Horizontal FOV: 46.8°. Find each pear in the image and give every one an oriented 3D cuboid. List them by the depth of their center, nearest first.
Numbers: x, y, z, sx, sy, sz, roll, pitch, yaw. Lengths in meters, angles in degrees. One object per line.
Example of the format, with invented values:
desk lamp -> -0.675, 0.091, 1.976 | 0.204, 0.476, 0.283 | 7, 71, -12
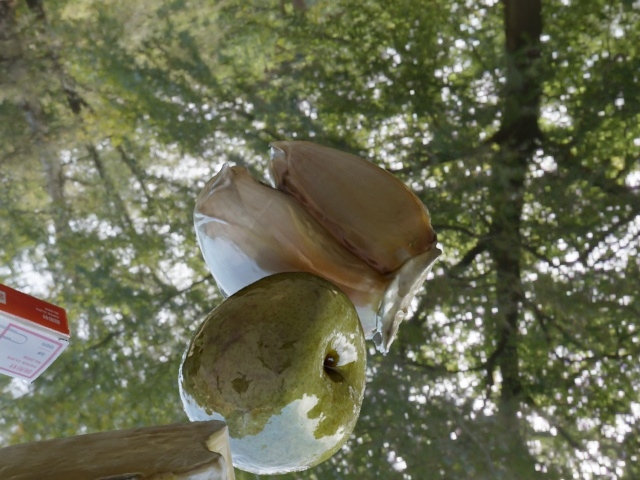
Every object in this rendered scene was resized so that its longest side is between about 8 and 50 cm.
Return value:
pear -> -0.058, 0.150, 0.852 | 0.211, 0.188, 0.228 | -9, -119, 32

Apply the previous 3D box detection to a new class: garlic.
garlic -> 0.000, 0.000, 1.014 | 0.286, 0.313, 0.249 | -58, 171, -5

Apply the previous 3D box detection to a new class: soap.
soap -> -0.107, 0.227, 0.415 | 0.140, 0.231, 0.073 | -7, -172, 0

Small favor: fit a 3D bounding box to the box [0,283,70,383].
box -> -0.559, 0.164, 1.318 | 0.133, 0.182, 0.099 | -45, -139, 13
